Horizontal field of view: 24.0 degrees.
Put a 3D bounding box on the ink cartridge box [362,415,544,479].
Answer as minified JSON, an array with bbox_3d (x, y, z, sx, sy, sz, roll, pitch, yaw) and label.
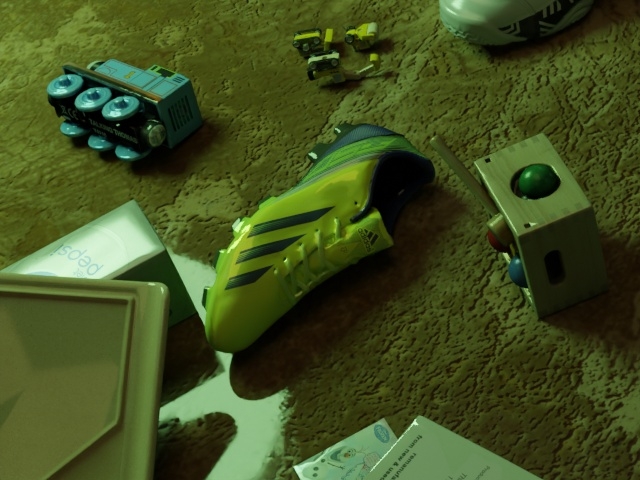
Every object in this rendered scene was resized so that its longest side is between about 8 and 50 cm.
[{"bbox_3d":[0.159,0.266,1.032,0.273,0.197,0.114,25,60,37],"label":"ink cartridge box"}]

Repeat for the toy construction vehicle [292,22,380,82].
[{"bbox_3d":[0.019,-0.206,1.667,0.098,0.035,0.086,-9,34,9],"label":"toy construction vehicle"}]

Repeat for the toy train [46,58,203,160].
[{"bbox_3d":[-0.221,-0.151,1.671,0.184,0.080,0.105,23,50,39],"label":"toy train"}]

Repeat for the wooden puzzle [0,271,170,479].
[{"bbox_3d":[-0.258,0.140,1.347,0.238,0.044,0.221,3,74,5],"label":"wooden puzzle"}]

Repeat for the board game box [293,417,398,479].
[{"bbox_3d":[0.035,0.204,1.266,0.090,0.020,0.090,-28,44,-6],"label":"board game box"}]

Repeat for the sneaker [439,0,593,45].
[{"bbox_3d":[0.271,-0.367,1.595,0.366,0.210,0.137,-29,44,-8],"label":"sneaker"}]

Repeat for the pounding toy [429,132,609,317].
[{"bbox_3d":[0.178,-0.025,1.347,0.100,0.141,0.130,-23,44,-1],"label":"pounding toy"}]

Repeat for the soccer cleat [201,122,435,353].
[{"bbox_3d":[0.000,-0.001,1.429,0.121,0.093,0.289,25,60,29],"label":"soccer cleat"}]

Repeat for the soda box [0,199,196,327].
[{"bbox_3d":[-0.272,0.081,1.446,0.286,0.098,0.091,-28,44,-8],"label":"soda box"}]
